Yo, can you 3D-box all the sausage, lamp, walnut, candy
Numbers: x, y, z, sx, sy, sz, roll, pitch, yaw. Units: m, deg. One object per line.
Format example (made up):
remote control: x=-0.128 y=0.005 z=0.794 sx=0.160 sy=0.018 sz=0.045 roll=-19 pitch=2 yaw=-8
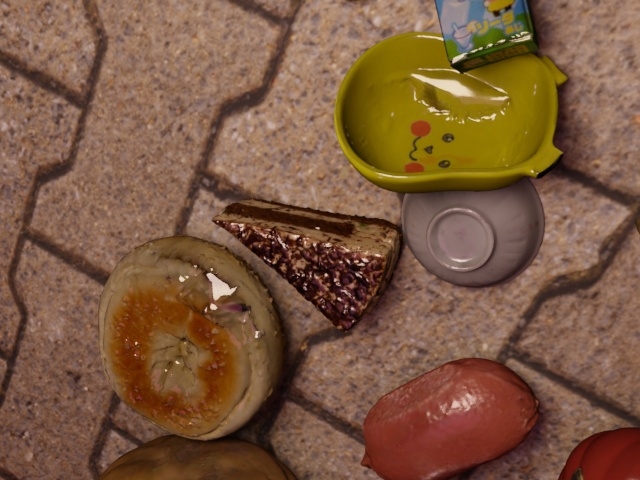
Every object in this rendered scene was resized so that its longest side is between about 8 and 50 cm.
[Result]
sausage: x=0.163 y=0.244 z=1.083 sx=0.254 sy=0.148 sz=0.148 roll=-38 pitch=92 yaw=21
lamp: x=0.402 y=0.342 z=0.996 sx=0.226 sy=0.227 sz=0.227 roll=7 pitch=110 yaw=18
walnut: x=-0.185 y=0.461 z=1.190 sx=0.383 sy=0.383 sz=0.384 roll=7 pitch=110 yaw=18
candy: x=0.175 y=-0.294 z=0.898 sx=0.097 sy=0.062 sz=0.195 roll=-14 pitch=81 yaw=25

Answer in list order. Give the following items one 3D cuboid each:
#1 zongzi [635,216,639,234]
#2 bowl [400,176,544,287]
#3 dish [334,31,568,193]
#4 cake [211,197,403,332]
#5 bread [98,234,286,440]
zongzi: x=0.616 y=-0.018 z=0.821 sx=0.418 sy=0.181 sz=0.447 roll=43 pitch=115 yaw=-15
bowl: x=0.182 y=-0.014 z=1.015 sx=0.188 sy=0.086 sz=0.189 roll=6 pitch=109 yaw=18
dish: x=0.151 y=-0.130 z=0.956 sx=0.262 sy=0.221 sz=0.108 roll=6 pitch=150 yaw=10
cake: x=-0.006 y=-0.010 z=1.075 sx=0.246 sy=0.112 sz=0.135 roll=40 pitch=114 yaw=7
bread: x=-0.178 y=0.134 z=1.162 sx=0.305 sy=0.158 sz=0.306 roll=8 pitch=111 yaw=22
